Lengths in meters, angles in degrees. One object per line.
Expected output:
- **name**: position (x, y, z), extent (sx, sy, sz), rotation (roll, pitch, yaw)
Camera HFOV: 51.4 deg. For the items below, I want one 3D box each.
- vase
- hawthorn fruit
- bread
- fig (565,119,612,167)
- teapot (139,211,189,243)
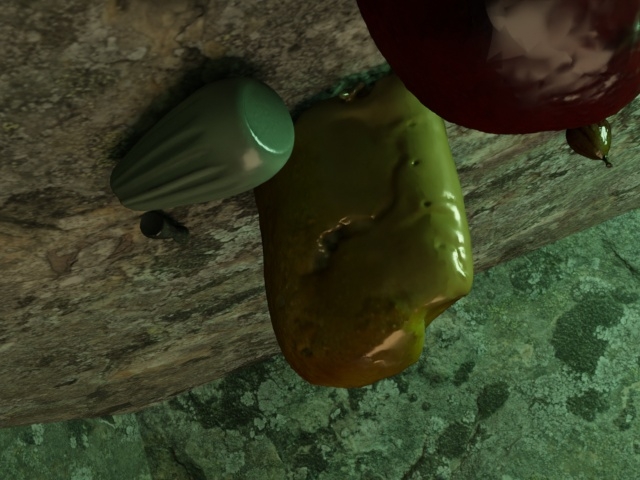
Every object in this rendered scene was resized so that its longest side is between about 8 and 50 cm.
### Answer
- **vase**: position (-0.153, -0.100, 0.795), extent (0.248, 0.128, 0.128), rotation (-20, 167, 33)
- **hawthorn fruit**: position (0.147, -0.230, 0.513), extent (0.265, 0.265, 0.307), rotation (-27, 143, 22)
- **bread**: position (0.037, 0.009, 0.948), extent (0.250, 0.394, 0.361), rotation (2, 161, -16)
- **fig**: position (0.543, -0.189, 1.313), extent (0.089, 0.125, 0.089), rotation (-17, 159, -7)
- **teapot**: position (-0.250, -0.018, 1.085), extent (0.042, 0.043, 0.110), rotation (-23, 168, 10)
